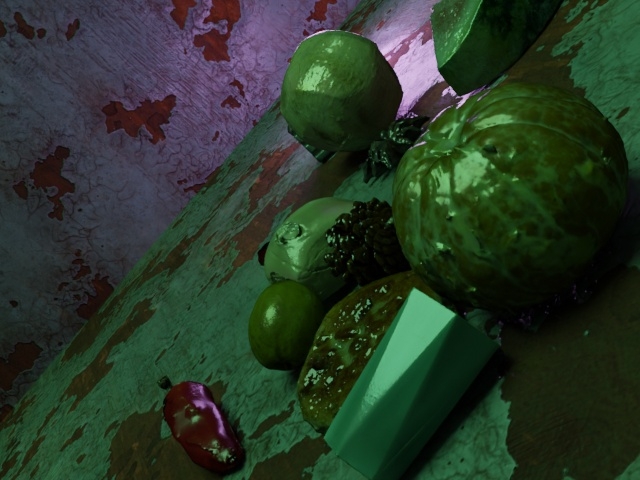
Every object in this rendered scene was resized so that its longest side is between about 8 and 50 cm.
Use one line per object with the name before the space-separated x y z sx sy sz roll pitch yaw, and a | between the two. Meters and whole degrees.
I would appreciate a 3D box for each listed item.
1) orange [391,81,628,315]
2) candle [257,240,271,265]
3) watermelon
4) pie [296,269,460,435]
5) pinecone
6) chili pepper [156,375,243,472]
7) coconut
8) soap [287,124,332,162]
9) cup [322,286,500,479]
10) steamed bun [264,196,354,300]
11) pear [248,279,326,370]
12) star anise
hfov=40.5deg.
orange | 0.245 -0.064 1.157 0.329 0.249 0.329 -38 29 26
candle | -0.075 0.011 2.000 0.084 0.059 0.301 -52 11 -19
watermelon | 0.368 -0.453 1.871 0.310 0.193 0.232 -58 36 12
pie | 0.075 0.166 1.332 0.315 0.092 0.315 -41 21 20
pinecone | 0.081 0.010 1.521 0.173 0.173 0.174 -42 19 18
chili pepper | -0.232 0.345 1.649 0.110 0.110 0.387 -50 24 -6
coconut | 0.046 -0.343 2.104 0.297 0.297 0.255 -2 65 65
soap | 0.037 -0.346 2.346 0.261 0.150 0.094 -41 14 21
cup | 0.110 0.193 1.134 0.236 0.134 0.148 -55 -14 1
steamed bun | 0.000 0.000 1.676 0.239 0.153 0.170 -46 32 -17
pear | -0.058 0.157 1.566 0.148 0.148 0.162 -31 38 42
star anise | 0.158 -0.216 1.943 0.182 0.065 0.195 -57 16 -27
